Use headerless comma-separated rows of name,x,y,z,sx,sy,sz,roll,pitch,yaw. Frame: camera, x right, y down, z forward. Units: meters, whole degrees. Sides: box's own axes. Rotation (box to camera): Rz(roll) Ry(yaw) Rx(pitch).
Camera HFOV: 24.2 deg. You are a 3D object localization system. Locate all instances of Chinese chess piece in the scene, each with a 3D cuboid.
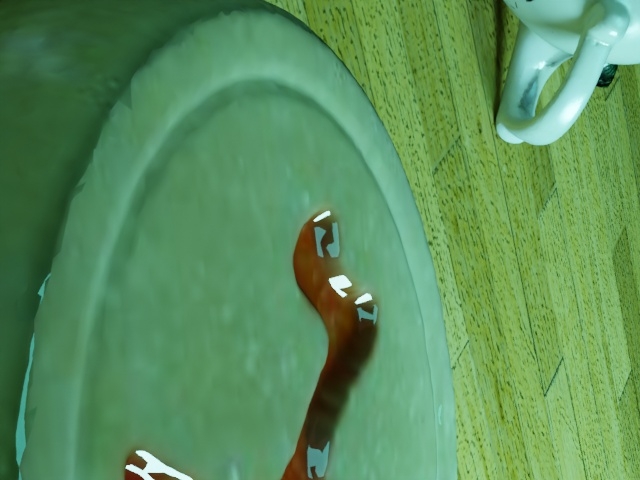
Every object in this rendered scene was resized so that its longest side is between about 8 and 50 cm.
Chinese chess piece,-0.066,0.080,0.505,0.338,0.141,0.338,-2,90,-65

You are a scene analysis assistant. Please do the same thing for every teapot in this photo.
teapot,0.193,-0.210,1.071,0.208,0.166,0.299,29,76,-29

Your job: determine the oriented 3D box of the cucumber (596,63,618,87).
cucumber,0.213,-0.256,1.219,0.056,0.056,0.284,-47,128,-56
